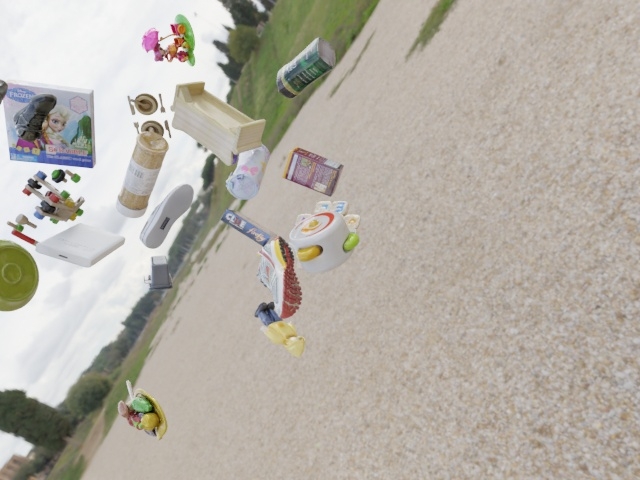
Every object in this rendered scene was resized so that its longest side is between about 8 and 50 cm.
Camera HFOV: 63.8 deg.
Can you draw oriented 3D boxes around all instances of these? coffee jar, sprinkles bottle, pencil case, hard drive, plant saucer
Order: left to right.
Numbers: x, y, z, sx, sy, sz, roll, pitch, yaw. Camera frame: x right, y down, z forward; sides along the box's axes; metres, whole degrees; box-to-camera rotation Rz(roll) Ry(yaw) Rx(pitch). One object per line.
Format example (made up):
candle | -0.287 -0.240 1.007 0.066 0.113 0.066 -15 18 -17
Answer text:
plant saucer | -1.016 0.110 1.677 0.037 0.241 0.241 -13 34 22
hard drive | -0.911 0.013 1.977 0.307 0.202 0.040 -83 11 -75
sprinkles bottle | -0.687 -0.245 1.973 0.355 0.121 0.121 -55 12 37
pencil case | -0.274 -0.271 1.976 0.273 0.124 0.114 -79 -18 -51
coffee jar | -0.046 -0.490 1.476 0.184 0.079 0.096 -27 48 38

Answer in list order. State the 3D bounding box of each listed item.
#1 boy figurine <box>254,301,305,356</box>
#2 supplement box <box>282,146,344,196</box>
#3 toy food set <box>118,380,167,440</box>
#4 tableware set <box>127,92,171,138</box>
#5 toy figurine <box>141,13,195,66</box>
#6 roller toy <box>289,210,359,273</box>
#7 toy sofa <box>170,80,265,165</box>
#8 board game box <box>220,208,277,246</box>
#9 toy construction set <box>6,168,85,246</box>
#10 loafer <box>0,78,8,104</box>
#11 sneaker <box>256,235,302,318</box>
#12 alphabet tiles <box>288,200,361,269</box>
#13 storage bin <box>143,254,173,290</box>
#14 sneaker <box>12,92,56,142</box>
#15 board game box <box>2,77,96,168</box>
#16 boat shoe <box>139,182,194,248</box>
boy figurine | -0.170 0.377 2.165 0.285 0.177 0.092 41 115 39
supplement box | -0.025 -0.242 1.798 0.081 0.188 0.104 -57 -12 -64
toy food set | -0.515 0.493 1.448 0.217 0.128 0.071 9 21 44
tableware set | -0.640 -0.452 1.918 0.039 0.128 0.194 -102 8 -49
toy figurine | -0.517 -0.653 1.721 0.159 0.130 0.173 -29 -51 -31
roller toy | 0.000 0.000 1.659 0.209 0.146 0.191 -32 25 -13
toy sofa | -0.401 -0.455 1.987 0.150 0.362 0.177 -32 -30 -50
board game box | -0.233 -0.042 1.723 0.042 0.165 0.243 -58 1 1
toy construction set | -1.065 -0.108 2.068 0.257 0.237 0.309 11 68 32
loafer | -0.980 -0.420 1.370 0.096 0.267 0.084 114 165 -46
sneaker | -0.108 0.101 1.297 0.092 0.088 0.225 -27 49 17
alphabet tiles | 0.011 -0.019 1.886 0.277 0.021 0.284 2 62 33
storage bin | -0.583 0.112 1.842 0.135 0.098 0.091 -141 50 -65
sneaker | -1.027 -0.437 1.862 0.227 0.131 0.087 -24 -17 25
board game box | -1.069 -0.458 2.043 0.066 0.318 0.318 -108 25 -58
boat shoe | -0.558 -0.096 1.850 0.088 0.096 0.268 26 85 41
